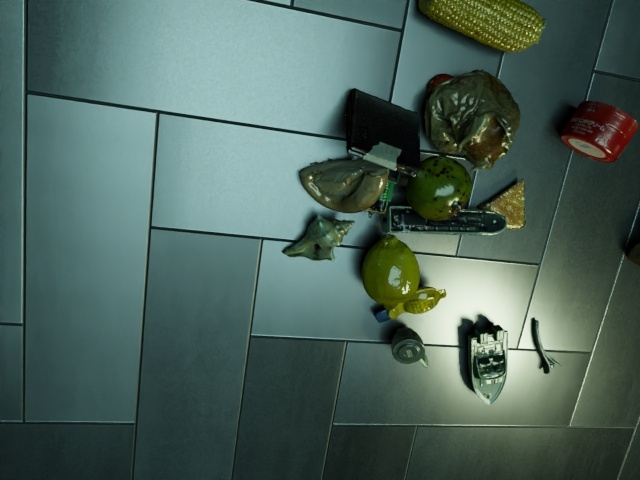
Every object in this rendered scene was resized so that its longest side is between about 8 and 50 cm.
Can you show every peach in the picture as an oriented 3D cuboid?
[{"bbox_3d":[0.371,-0.465,1.482,0.083,0.050,0.077,-22,110,-9],"label":"peach"}]

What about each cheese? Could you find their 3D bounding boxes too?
[{"bbox_3d":[0.301,0.215,1.638,0.250,0.064,0.156,-23,143,5],"label":"cheese"}]

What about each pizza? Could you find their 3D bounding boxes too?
[{"bbox_3d":[0.623,-0.128,1.637,0.185,0.036,0.176,11,101,-13],"label":"pizza"}]

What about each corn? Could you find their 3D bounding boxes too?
[{"bbox_3d":[0.459,-0.648,1.403,0.387,0.144,0.144,12,103,-12],"label":"corn"}]

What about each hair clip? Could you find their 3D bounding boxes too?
[{"bbox_3d":[0.832,0.396,1.828,0.070,0.039,0.229,-29,108,-1],"label":"hair clip"}]

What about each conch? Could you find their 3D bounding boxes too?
[{"bbox_3d":[0.011,-0.005,1.513,0.137,0.114,0.234,41,129,-9],"label":"conch"}]

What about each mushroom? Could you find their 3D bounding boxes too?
[{"bbox_3d":[0.077,-0.147,1.425,0.156,0.286,0.151,-44,129,-42],"label":"mushroom"}]

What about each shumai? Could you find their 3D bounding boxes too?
[{"bbox_3d":[0.494,-0.339,1.416,0.314,0.262,0.267,-5,120,-21],"label":"shumai"}]

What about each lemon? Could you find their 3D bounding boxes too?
[{"bbox_3d":[0.220,0.096,1.541,0.184,0.184,0.248,-4,103,-11],"label":"lemon"}]

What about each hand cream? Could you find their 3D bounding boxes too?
[{"bbox_3d":[0.877,-0.343,1.549,0.193,0.193,0.125,27,97,-18],"label":"hand cream"}]

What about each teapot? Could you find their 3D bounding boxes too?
[{"bbox_3d":[0.311,0.353,1.666,0.149,0.108,0.111,17,120,-8],"label":"teapot"}]

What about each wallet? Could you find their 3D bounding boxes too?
[{"bbox_3d":[0.179,-0.313,1.393,0.221,0.262,0.071,18,142,-17],"label":"wallet"}]

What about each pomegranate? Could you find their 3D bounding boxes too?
[{"bbox_3d":[0.325,-0.157,1.459,0.198,0.246,0.198,-19,113,-52],"label":"pomegranate"}]

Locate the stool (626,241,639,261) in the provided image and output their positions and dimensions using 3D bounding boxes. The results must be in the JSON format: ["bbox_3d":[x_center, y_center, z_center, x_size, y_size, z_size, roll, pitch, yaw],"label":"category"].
[{"bbox_3d":[1.246,-0.010,1.727,0.179,0.179,0.264,27,98,-18],"label":"stool"}]

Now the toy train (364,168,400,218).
[{"bbox_3d":[0.180,-0.173,1.478,0.091,0.136,0.227,9,102,-15],"label":"toy train"}]

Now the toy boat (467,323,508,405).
[{"bbox_3d":[0.609,0.458,1.769,0.141,0.092,0.319,-9,108,-7],"label":"toy boat"}]

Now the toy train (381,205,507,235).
[{"bbox_3d":[0.399,-0.058,1.578,0.407,0.088,0.086,2,85,-12],"label":"toy train"}]
